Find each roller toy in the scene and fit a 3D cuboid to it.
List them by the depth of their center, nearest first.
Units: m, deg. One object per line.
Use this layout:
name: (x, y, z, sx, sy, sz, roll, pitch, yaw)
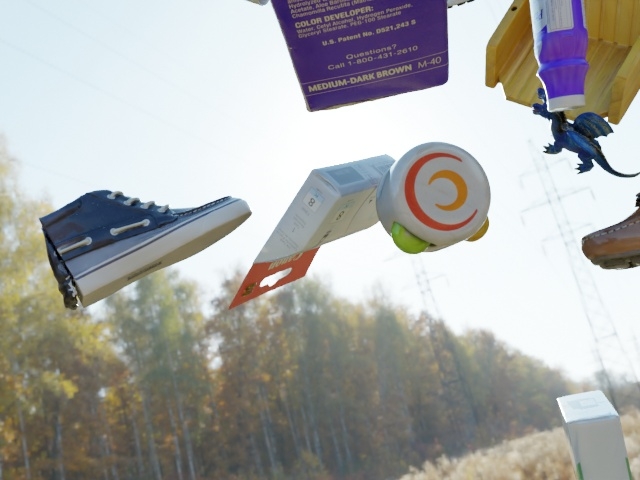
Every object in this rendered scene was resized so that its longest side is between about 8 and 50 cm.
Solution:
roller toy: (0.207, -0.077, 1.422, 0.209, 0.191, 0.146, -13, -7, -13)

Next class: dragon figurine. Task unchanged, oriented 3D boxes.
dragon figurine: (0.574, -0.219, 1.667, 0.085, 0.289, 0.144, -51, -13, -14)

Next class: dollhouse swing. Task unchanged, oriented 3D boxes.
dollhouse swing: (0.562, -0.496, 1.725, 0.315, 0.346, 0.305, -57, -32, -11)

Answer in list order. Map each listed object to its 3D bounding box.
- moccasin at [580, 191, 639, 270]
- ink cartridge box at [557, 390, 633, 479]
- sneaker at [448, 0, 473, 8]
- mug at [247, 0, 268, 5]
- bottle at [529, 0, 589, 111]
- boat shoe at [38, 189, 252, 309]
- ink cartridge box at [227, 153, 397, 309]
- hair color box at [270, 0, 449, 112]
moccasin: (0.482, -0.088, 0.937, 0.380, 0.147, 0.139, -32, -8, 3)
ink cartridge box: (0.498, 0.374, 1.393, 0.093, 0.154, 0.212, -12, -2, 14)
sneaker: (0.247, -0.446, 1.195, 0.107, 0.124, 0.283, -35, 22, -26)
mug: (-0.119, -0.423, 1.242, 0.064, 0.062, 0.078, 15, -47, 20)
bottle: (0.437, -0.381, 1.403, 0.092, 0.283, 0.118, -6, 2, 5)
boat shoe: (-0.288, -0.032, 1.254, 0.340, 0.158, 0.127, -27, -8, -25)
ink cartridge box: (0.000, 0.000, 1.621, 0.308, 0.091, 0.385, -21, -31, -56)
hair color box: (0.000, -0.238, 0.398, 0.110, 0.185, 0.339, -12, -23, 7)
